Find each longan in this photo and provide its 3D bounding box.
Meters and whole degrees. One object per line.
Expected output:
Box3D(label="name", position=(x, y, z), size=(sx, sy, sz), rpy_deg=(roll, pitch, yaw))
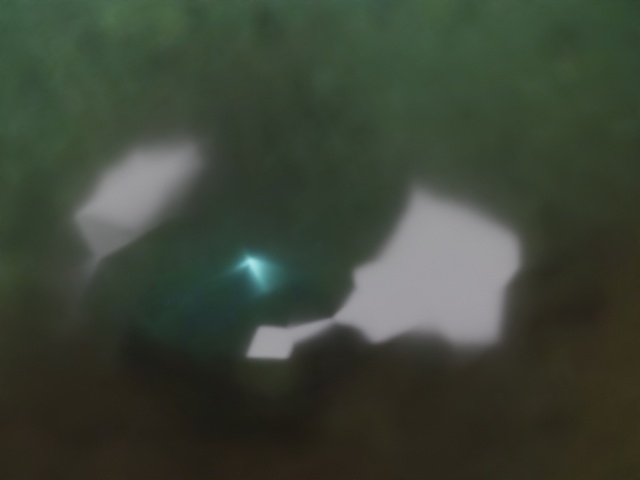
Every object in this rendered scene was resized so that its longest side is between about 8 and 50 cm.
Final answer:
Box3D(label="longan", position=(0.000, 0.000, 0.713), size=(0.361, 0.361, 0.360), rpy_deg=(0, 93, 6))
